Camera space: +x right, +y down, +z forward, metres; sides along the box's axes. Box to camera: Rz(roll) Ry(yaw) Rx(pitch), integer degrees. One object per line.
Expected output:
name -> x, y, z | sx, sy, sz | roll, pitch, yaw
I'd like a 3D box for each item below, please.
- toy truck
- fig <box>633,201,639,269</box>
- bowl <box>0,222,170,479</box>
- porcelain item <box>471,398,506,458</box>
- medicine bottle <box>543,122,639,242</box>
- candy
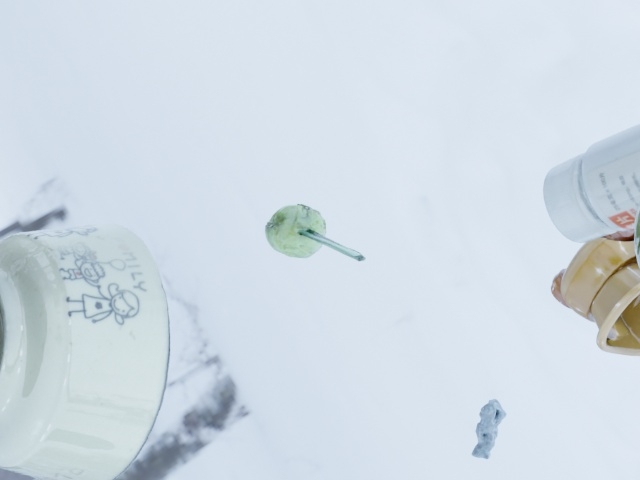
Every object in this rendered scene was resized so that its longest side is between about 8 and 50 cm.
toy truck -> 0.558, 0.073, 2.244 | 0.212, 0.288, 0.204 | 53, 128, 36
fig -> 0.479, 0.017, 1.305 | 0.233, 0.314, 0.233 | -23, 62, 50
bowl -> -0.244, 0.094, 1.060 | 0.237, 0.126, 0.238 | -10, 76, 45
porcelain item -> 0.227, 0.254, 1.686 | 0.028, 0.036, 0.083 | 33, 111, 59
medicine bottle -> 0.450, -0.091, 1.779 | 0.252, 0.144, 0.144 | -21, 101, 45
candy -> 0.000, 0.000, 1.878 | 0.093, 0.092, 0.335 | 45, 172, -19
